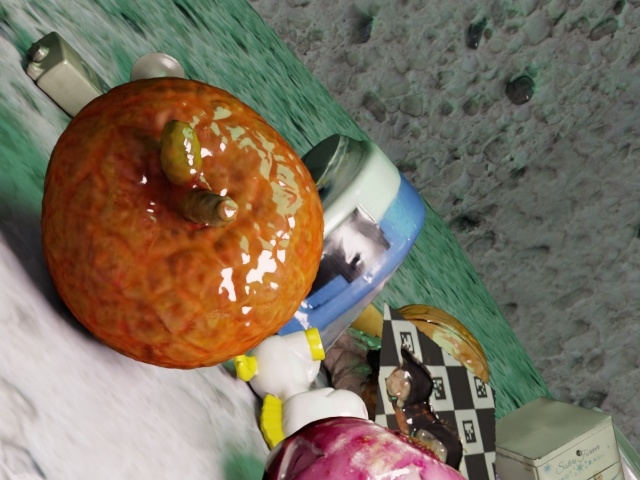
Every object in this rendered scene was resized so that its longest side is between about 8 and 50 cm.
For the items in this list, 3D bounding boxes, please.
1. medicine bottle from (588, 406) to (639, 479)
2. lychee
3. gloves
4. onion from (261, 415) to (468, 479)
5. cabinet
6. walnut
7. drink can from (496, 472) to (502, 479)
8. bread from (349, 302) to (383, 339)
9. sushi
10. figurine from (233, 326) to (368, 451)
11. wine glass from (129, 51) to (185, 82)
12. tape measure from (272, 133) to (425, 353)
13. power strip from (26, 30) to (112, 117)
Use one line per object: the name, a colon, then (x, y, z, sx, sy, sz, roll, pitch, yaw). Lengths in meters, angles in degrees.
medicine bottle: (0.402, 0.414, 2.226, 0.238, 0.232, 0.238, 52, 10, -12)
lychee: (-0.121, -0.014, 1.224, 0.255, 0.255, 0.300, 54, -5, 6)
gloves: (0.054, 0.171, 1.870, 0.110, 0.094, 0.144, 30, 31, -41)
onion: (0.032, 0.237, 1.275, 0.200, 0.200, 0.207, 53, 22, -5)
cabinet: (0.324, 0.349, 1.991, 0.150, 0.145, 0.206, 10, -62, 56)
walnut: (0.155, 0.183, 2.091, 0.207, 0.167, 0.167, 46, 12, -28)
drink can: (0.254, 0.419, 1.910, 0.235, 0.097, 0.097, 56, 10, 17)
bread: (0.018, 0.089, 1.977, 0.173, 0.085, 0.134, 47, 2, -40)
sushi: (0.126, 0.265, 1.787, 0.292, 0.059, 0.294, 41, 42, -40)
figurine: (-0.020, 0.178, 1.517, 0.130, 0.109, 0.178, -3, 52, -47)
wine glass: (-0.208, -0.180, 1.881, 0.079, 0.079, 0.195, 49, 9, -26)
tape measure: (-0.002, 0.001, 1.741, 0.138, 0.262, 0.259, 40, 12, -15)
power strip: (-0.237, -0.133, 1.677, 0.286, 0.048, 0.080, 48, 12, -38)
